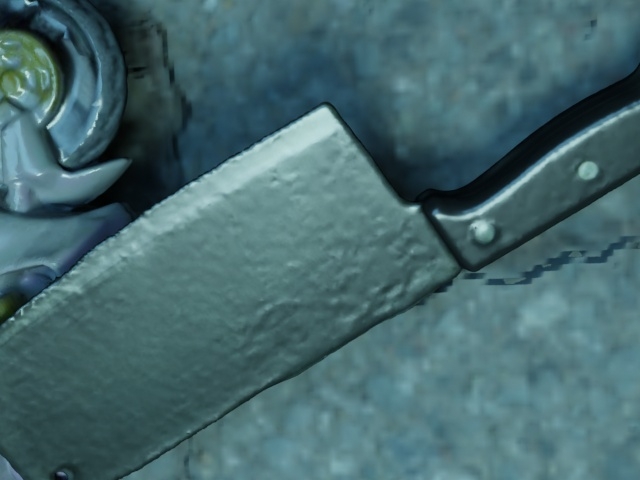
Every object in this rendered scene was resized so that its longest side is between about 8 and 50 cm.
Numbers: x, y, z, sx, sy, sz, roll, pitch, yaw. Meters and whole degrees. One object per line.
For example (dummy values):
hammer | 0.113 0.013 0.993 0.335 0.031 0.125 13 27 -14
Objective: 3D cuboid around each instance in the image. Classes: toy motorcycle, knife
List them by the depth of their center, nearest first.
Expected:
knife | 0.000 0.000 0.452 0.245 0.019 0.072 -31 114 11
toy motorcycle | -0.131 0.027 0.516 0.225 0.073 0.152 -33 84 21
